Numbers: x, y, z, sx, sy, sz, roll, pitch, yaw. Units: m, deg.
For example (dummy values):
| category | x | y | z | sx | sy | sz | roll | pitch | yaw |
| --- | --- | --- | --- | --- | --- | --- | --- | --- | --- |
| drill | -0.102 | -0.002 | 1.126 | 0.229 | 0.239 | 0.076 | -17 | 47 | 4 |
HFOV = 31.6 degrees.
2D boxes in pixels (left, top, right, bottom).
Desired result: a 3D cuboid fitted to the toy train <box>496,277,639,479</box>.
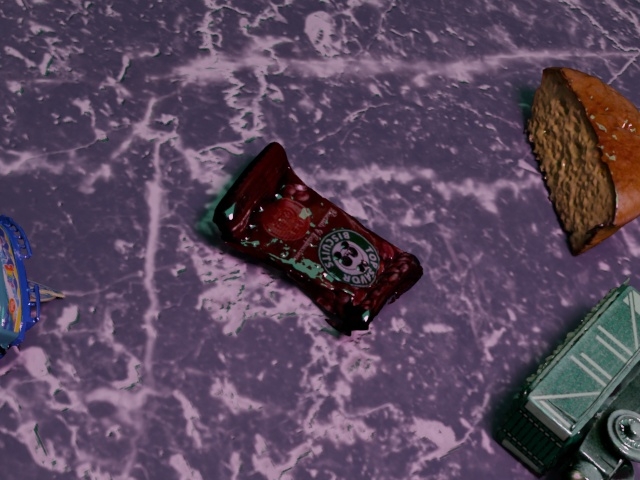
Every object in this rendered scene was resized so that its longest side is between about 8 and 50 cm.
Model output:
| category | x | y | z | sx | sy | sz | roll | pitch | yaw |
| --- | --- | --- | --- | --- | --- | --- | --- | --- | --- |
| toy train | 0.317 | 0.174 | 1.237 | 0.154 | 0.115 | 0.269 | 36 | 52 | 20 |

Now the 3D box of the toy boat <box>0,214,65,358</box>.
| category | x | y | z | sx | sy | sz | roll | pitch | yaw |
| --- | --- | --- | --- | --- | --- | --- | --- | --- | --- |
| toy boat | -0.309 | 0.047 | 1.154 | 0.110 | 0.091 | 0.175 | 24 | 38 | -45 |

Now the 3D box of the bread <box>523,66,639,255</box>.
| category | x | y | z | sx | sy | sz | roll | pitch | yaw |
| --- | --- | --- | --- | --- | --- | --- | --- | --- | --- |
| bread | 0.362 | -0.105 | 1.440 | 0.134 | 0.129 | 0.260 | 2 | 57 | -18 |

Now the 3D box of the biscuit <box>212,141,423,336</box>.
| category | x | y | z | sx | sy | sz | roll | pitch | yaw |
| --- | --- | --- | --- | --- | --- | --- | --- | --- | --- |
| biscuit | -0.004 | 0.003 | 1.281 | 0.235 | 0.063 | 0.151 | 36 | 53 | 6 |
